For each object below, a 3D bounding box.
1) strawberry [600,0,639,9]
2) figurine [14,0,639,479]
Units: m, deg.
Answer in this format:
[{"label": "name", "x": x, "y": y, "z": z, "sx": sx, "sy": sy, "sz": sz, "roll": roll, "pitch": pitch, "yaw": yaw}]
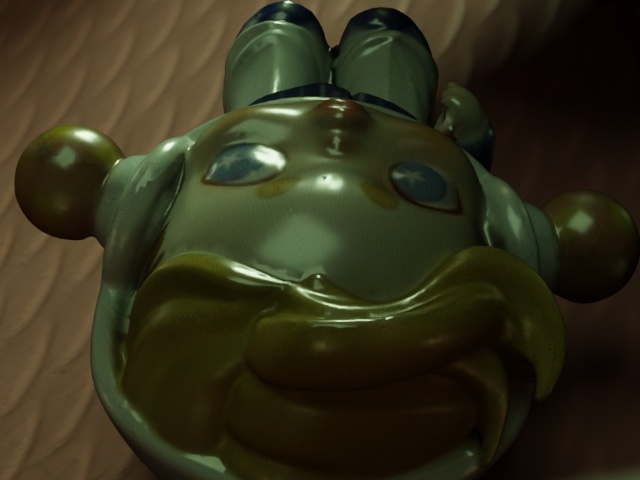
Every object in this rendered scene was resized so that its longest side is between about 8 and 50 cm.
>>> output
[{"label": "strawberry", "x": 0.170, "y": -0.199, "z": 0.721, "sx": 0.343, "sy": 0.292, "sz": 0.292, "roll": 29, "pitch": 49, "yaw": 1}, {"label": "figurine", "x": -0.010, "y": -0.003, "z": 0.632, "sx": 0.194, "sy": 0.133, "sz": 0.274, "roll": -3, "pitch": 29, "yaw": -21}]
